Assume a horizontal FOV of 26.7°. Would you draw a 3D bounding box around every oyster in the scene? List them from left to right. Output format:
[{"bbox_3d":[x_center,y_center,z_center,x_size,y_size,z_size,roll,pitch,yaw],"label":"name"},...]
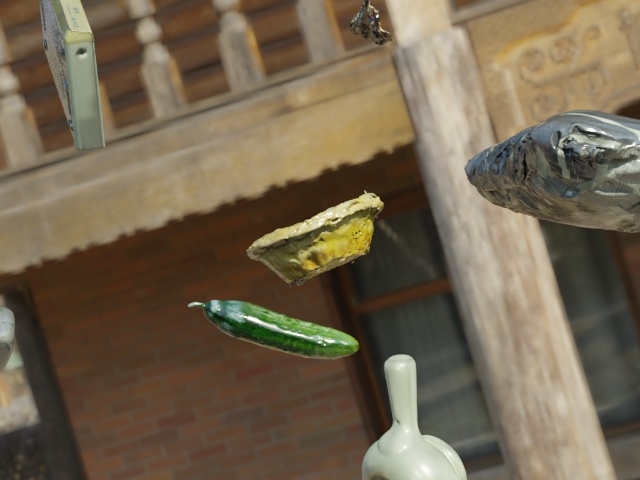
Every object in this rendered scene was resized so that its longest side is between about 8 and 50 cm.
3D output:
[{"bbox_3d":[0.072,-0.311,1.985,0.029,0.086,0.132,-27,-15,-10],"label":"oyster"}]

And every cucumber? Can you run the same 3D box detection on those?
[{"bbox_3d":[-0.068,0.128,1.924,0.250,0.056,0.056,17,-2,-2],"label":"cucumber"}]

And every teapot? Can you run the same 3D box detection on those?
[{"bbox_3d":[0.170,0.383,2.383,0.149,0.318,0.220,-29,45,-33],"label":"teapot"}]

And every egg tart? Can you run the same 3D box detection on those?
[{"bbox_3d":[0.002,0.001,1.905,0.213,0.090,0.212,-26,-4,-2],"label":"egg tart"}]

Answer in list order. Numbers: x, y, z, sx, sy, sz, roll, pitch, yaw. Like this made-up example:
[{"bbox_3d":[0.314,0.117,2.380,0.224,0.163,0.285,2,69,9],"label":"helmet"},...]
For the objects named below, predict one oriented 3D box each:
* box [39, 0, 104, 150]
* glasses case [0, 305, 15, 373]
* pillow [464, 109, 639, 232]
[{"bbox_3d":[-0.350,-0.270,1.863,0.045,0.270,0.211,-11,-46,-15],"label":"box"},{"bbox_3d":[-0.569,0.126,1.768,0.323,0.074,0.131,7,-37,-25],"label":"glasses case"},{"bbox_3d":[0.234,-0.063,1.247,0.161,0.092,0.335,17,-2,-5],"label":"pillow"}]
